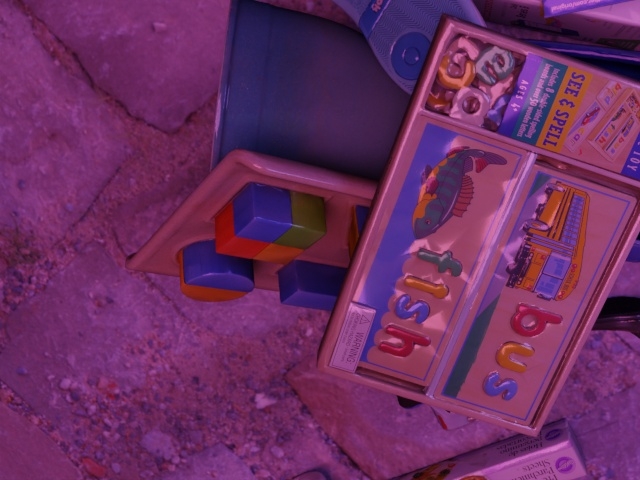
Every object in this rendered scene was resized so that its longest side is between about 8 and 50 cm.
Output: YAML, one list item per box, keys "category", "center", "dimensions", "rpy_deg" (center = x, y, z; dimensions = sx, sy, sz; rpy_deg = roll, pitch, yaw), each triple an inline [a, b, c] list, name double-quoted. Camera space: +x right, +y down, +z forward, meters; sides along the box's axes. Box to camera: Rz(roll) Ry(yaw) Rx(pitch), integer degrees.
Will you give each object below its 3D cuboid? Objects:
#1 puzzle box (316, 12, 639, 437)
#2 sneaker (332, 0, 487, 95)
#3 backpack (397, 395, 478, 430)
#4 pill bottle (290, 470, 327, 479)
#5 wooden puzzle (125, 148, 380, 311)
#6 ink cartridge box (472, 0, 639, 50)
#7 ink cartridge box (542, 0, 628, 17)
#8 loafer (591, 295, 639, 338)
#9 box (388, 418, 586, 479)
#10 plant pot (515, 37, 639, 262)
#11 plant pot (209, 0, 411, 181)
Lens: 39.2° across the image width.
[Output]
- category: "puzzle box"
  center: [0.185, -0.001, 0.956]
  dimensions: [0.272, 0.052, 0.409]
  rpy_deg: [17, 110, -5]
- category: "sneaker"
  center: [0.129, -0.268, 1.054]
  dimensions: [0.127, 0.208, 0.319]
  rpy_deg: [-48, 65, 27]
- category: "backpack"
  center: [0.208, 0.102, 1.164]
  dimensions: [0.263, 0.276, 0.213]
  rpy_deg: [-32, 104, 14]
- category: "pill bottle"
  center: [0.007, 0.466, 1.398]
  dimensions: [0.112, 0.112, 0.187]
  rpy_deg: [-29, 100, 19]
- category: "wooden puzzle"
  center: [-0.032, 0.015, 1.103]
  dimensions: [0.322, 0.081, 0.347]
  rpy_deg: [10, 154, -31]
- category: "ink cartridge box"
  center: [0.286, -0.298, 1.053]
  dimensions: [0.212, 0.154, 0.093]
  rpy_deg: [15, 94, 7]
- category: "ink cartridge box"
  center: [0.295, -0.400, 0.923]
  dimensions: [0.185, 0.065, 0.311]
  rpy_deg: [-9, 96, 12]
- category: "loafer"
  center: [0.436, 0.111, 1.217]
  dimensions: [0.170, 0.062, 0.061]
  rpy_deg: [-6, 112, 15]
- category: "box"
  center: [0.230, 0.358, 1.340]
  dimensions: [0.323, 0.063, 0.067]
  rpy_deg: [-24, 103, 18]
- category: "plant pot"
  center: [0.318, -0.109, 1.081]
  dimensions: [0.235, 0.236, 0.212]
  rpy_deg: [10, 115, 7]
- category: "plant pot"
  center: [0.000, -0.153, 1.124]
  dimensions: [0.255, 0.272, 0.272]
  rpy_deg: [7, 110, -5]
